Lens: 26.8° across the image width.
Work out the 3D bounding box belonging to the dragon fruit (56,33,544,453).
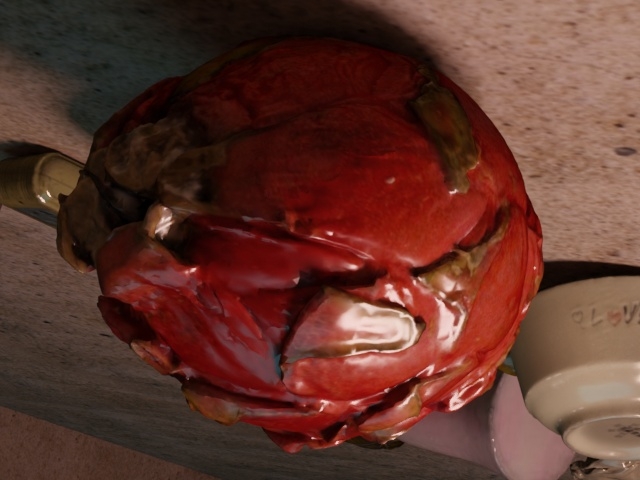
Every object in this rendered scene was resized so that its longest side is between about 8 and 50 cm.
[{"bbox_3d":[0.000,0.000,0.894,0.277,0.277,0.342,2,157,33],"label":"dragon fruit"}]

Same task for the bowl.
[{"bbox_3d":[0.296,0.135,1.302,0.238,0.126,0.237,4,152,2],"label":"bowl"}]

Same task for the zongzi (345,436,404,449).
[{"bbox_3d":[0.123,0.265,1.985,0.242,0.112,0.221,25,163,-36],"label":"zongzi"}]

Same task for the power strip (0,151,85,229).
[{"bbox_3d":[-0.169,0.004,1.403,0.092,0.066,0.388,0,161,44],"label":"power strip"}]

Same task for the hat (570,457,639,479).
[{"bbox_3d":[0.470,0.291,1.798,0.245,0.149,0.214,21,166,7],"label":"hat"}]

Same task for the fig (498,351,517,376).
[{"bbox_3d":[0.209,0.106,1.458,0.084,0.082,0.098,-18,-162,-29],"label":"fig"}]

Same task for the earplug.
[{"bbox_3d":[0.163,0.200,1.684,0.172,0.172,0.301,25,166,-38],"label":"earplug"}]

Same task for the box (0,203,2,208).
[{"bbox_3d":[-0.471,0.011,1.504,0.155,0.148,0.231,20,163,-26],"label":"box"}]
